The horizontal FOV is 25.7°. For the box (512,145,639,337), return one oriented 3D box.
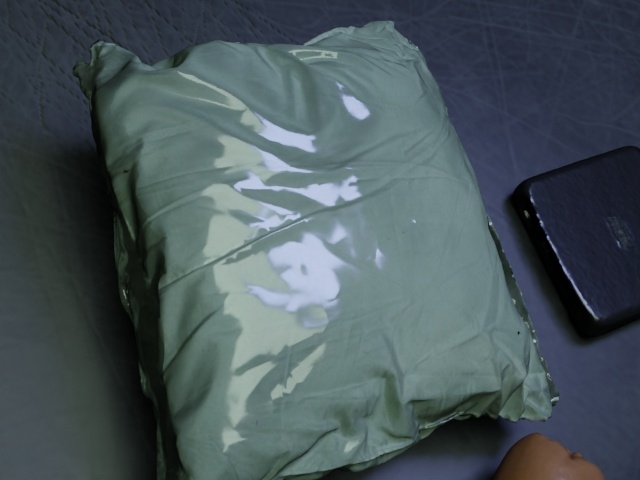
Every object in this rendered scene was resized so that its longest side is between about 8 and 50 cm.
[{"bbox_3d":[0.216,-0.002,1.034,0.125,0.027,0.126,-18,74,-26],"label":"box"}]

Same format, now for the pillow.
[{"bbox_3d":[0.000,0.000,0.903,0.283,0.138,0.310,-7,73,-29],"label":"pillow"}]

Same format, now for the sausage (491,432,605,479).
[{"bbox_3d":[0.103,0.251,0.858,0.086,0.086,0.289,32,60,-3],"label":"sausage"}]
